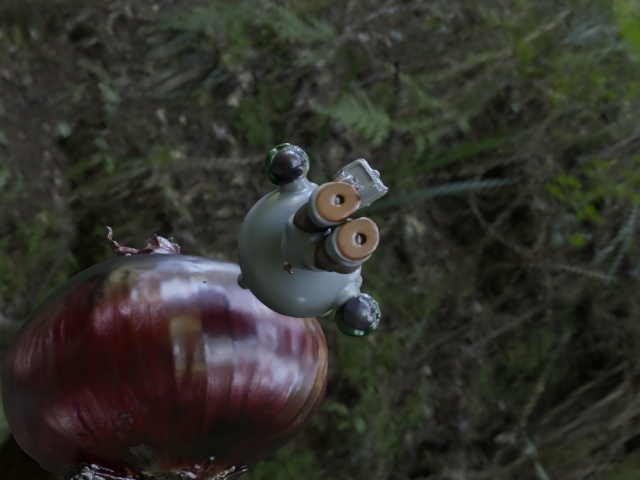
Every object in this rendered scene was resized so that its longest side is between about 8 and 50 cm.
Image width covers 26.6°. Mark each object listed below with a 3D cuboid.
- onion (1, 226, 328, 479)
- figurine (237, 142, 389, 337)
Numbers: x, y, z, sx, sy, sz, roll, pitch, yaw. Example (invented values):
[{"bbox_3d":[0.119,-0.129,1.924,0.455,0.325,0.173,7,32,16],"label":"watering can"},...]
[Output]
[{"bbox_3d":[-0.133,0.084,1.137,0.273,0.273,0.285,73,7,-64],"label":"onion"},{"bbox_3d":[0.001,0.000,0.936,0.147,0.093,0.197,65,-26,2],"label":"figurine"}]
